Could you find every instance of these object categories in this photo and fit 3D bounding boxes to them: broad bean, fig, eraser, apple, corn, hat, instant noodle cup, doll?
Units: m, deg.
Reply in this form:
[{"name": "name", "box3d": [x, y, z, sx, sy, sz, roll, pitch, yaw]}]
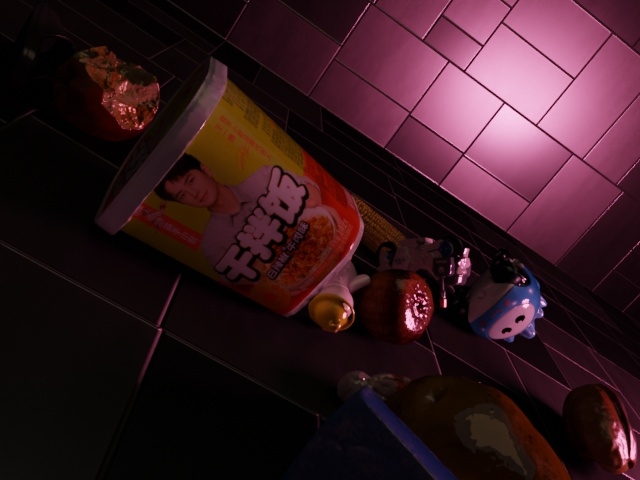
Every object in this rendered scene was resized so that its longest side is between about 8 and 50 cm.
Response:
[{"name": "broad bean", "box3d": [0.554, 0.374, 1.253, 0.156, 0.122, 0.228, 66, 24, -7]}, {"name": "fig", "box3d": [0.094, 0.107, 1.130, 0.201, 0.133, 0.146, 12, -15, 35]}, {"name": "eraser", "box3d": [0.102, 0.297, 0.593, 0.312, 0.144, 0.043, 44, 18, 22]}, {"name": "apple", "box3d": [-0.369, -0.248, 1.071, 0.158, 0.147, 0.156, 9, 64, -36]}, {"name": "corn", "box3d": [0.129, -0.020, 1.497, 0.248, 0.081, 0.081, 41, 19, 11]}, {"name": "hat", "box3d": [0.103, 0.220, 0.873, 0.162, 0.093, 0.112, 28, -7, -6]}, {"name": "instant noodle cup", "box3d": [-0.117, -0.061, 0.919, 0.308, 0.294, 0.294, 36, 17, -23]}, {"name": "doll", "box3d": [0.021, 0.083, 1.049, 0.129, 0.081, 0.207, -5, 29, 2]}]

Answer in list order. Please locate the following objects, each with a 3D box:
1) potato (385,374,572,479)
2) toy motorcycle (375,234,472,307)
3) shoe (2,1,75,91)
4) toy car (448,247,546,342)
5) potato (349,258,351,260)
[{"name": "potato", "box3d": [0.196, 0.310, 0.693, 0.196, 0.176, 0.369, 8, 39, -50]}, {"name": "toy motorcycle", "box3d": [0.203, 0.067, 1.284, 0.102, 0.221, 0.150, 11, 76, -47]}, {"name": "shoe", "box3d": [-0.487, -0.324, 1.103, 0.093, 0.108, 0.241, 26, 28, -32]}, {"name": "toy car", "box3d": [0.430, 0.147, 1.474, 0.190, 0.188, 0.255, 46, 17, 6]}, {"name": "potato", "box3d": [-0.003, 0.000, 1.184, 0.147, 0.112, 0.112, 24, 21, -15]}]
